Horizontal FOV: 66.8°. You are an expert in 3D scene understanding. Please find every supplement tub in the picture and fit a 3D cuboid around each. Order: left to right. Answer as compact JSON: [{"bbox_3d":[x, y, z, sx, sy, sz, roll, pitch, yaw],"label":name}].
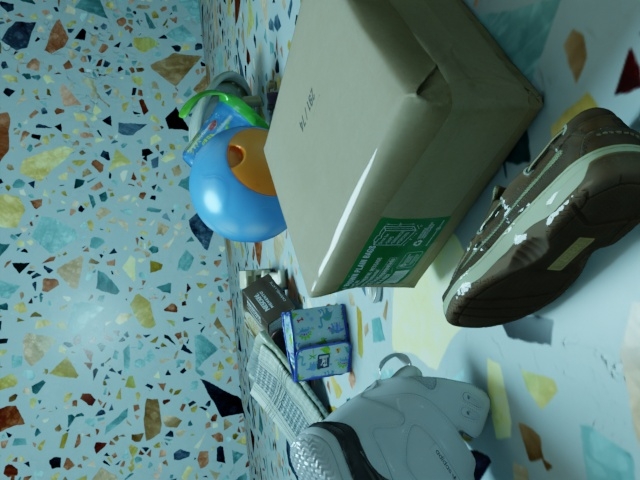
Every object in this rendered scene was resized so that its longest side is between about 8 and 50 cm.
[{"bbox_3d":[-0.110,0.349,1.443,0.198,0.106,0.106,106,152,-49],"label":"supplement tub"}]

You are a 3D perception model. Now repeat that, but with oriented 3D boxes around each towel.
[{"bbox_3d":[-0.104,0.439,1.349,0.324,0.056,0.312,48,147,23],"label":"towel"}]

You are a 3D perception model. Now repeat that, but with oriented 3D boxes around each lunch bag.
[{"bbox_3d":[-0.007,0.219,1.042,0.096,0.129,0.151,149,115,-71],"label":"lunch bag"}]

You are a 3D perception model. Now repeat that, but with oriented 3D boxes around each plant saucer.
[{"bbox_3d":[-0.342,-0.360,1.624,0.400,0.100,0.400,12,-90,-75],"label":"plant saucer"}]

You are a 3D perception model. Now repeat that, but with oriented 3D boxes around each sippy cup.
[{"bbox_3d":[-0.265,-0.261,1.398,0.305,0.224,0.240,44,172,-3],"label":"sippy cup"}]

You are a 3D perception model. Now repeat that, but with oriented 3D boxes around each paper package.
[{"bbox_3d":[0.062,-0.137,0.609,0.325,0.168,0.309,115,146,-47],"label":"paper package"}]

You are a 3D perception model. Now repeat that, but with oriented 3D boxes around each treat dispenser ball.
[{"bbox_3d":[-0.177,-0.138,1.205,0.288,0.288,0.288,174,90,-73],"label":"treat dispenser ball"}]

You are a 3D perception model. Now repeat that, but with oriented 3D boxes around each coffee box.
[{"bbox_3d":[-0.160,0.233,1.476,0.141,0.098,0.246,47,152,25],"label":"coffee box"}]

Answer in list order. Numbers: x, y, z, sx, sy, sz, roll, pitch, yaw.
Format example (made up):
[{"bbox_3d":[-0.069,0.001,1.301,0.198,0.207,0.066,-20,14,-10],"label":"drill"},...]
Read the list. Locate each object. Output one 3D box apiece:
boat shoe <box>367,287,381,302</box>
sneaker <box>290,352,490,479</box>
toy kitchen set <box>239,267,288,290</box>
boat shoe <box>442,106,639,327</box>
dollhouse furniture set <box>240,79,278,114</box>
[{"bbox_3d":[0.085,0.063,0.857,0.035,0.035,0.100,-154,61,-70],"label":"boat shoe"},{"bbox_3d":[0.158,0.296,0.550,0.366,0.210,0.137,40,146,16],"label":"sneaker"},{"bbox_3d":[-0.161,0.156,1.619,0.207,0.166,0.122,2,-94,-72],"label":"toy kitchen set"},{"bbox_3d":[0.190,-0.008,0.443,0.257,0.095,0.095,119,156,-51],"label":"boat shoe"},{"bbox_3d":[-0.184,-0.412,1.439,0.081,0.114,0.091,112,146,-64],"label":"dollhouse furniture set"}]
